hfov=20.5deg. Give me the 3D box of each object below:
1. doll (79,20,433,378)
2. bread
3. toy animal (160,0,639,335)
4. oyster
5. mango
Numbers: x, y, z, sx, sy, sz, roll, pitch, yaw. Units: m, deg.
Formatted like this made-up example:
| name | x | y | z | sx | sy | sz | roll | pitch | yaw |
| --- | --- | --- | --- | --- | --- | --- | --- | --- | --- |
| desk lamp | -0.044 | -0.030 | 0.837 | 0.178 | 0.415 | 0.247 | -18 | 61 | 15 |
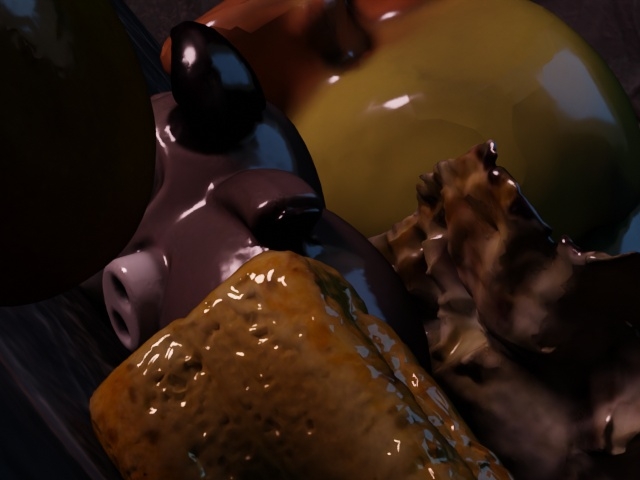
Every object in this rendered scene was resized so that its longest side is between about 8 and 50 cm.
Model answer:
| name | x | y | z | sx | sy | sz | roll | pitch | yaw |
| --- | --- | --- | --- | --- | --- | --- | --- | --- | --- |
| doll | -0.031 | 0.028 | 0.789 | 0.257 | 0.117 | 0.182 | 55 | -28 | 31 |
| bread | 0.013 | 0.104 | 0.610 | 0.211 | 0.114 | 0.083 | 54 | 2 | 28 |
| toy animal | 0.088 | -0.022 | 0.954 | 0.338 | 0.216 | 0.191 | 56 | -18 | -18 |
| oyster | 0.070 | 0.086 | 0.830 | 0.201 | 0.107 | 0.354 | 45 | -29 | -1 |
| mango | -0.137 | -0.071 | 0.495 | 0.253 | 0.113 | 0.138 | 47 | 2 | -34 |
